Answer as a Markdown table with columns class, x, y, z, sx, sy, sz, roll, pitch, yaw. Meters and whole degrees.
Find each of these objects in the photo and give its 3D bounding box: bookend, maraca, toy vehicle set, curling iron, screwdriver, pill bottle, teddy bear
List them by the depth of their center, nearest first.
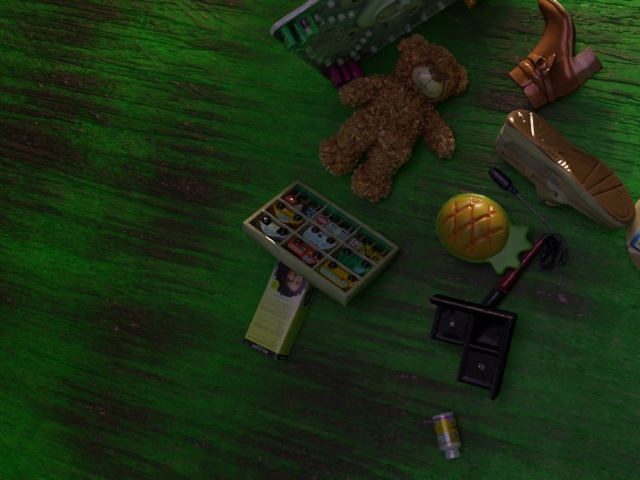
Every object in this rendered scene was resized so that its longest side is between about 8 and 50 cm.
| class | x | y | z | sx | sy | sz | roll | pitch | yaw |
| --- | --- | --- | --- | --- | --- | --- | --- | --- | --- |
| bookend | 0.268 | 0.194 | 1.802 | 0.157 | 0.072 | 0.156 | 14 | 96 | 18 |
| pill bottle | 0.238 | 0.364 | 1.817 | 0.043 | 0.043 | 0.083 | -17 | 76 | 16 |
| curling iron | 0.356 | 0.090 | 1.827 | 0.274 | 0.035 | 0.068 | -44 | 70 | 8 |
| maraca | 0.305 | -0.013 | 1.831 | 0.185 | 0.099 | 0.127 | 31 | 92 | 16 |
| screwdriver | 0.386 | -0.081 | 1.859 | 0.170 | 0.024 | 0.025 | 43 | 67 | 15 |
| teddy bear | 0.144 | -0.236 | 1.908 | 0.338 | 0.113 | 0.245 | -34 | 84 | 11 |
| toy vehicle set | 0.000 | 0.000 | 1.923 | 0.267 | 0.035 | 0.166 | 34 | 56 | 21 |

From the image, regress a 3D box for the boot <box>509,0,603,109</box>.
| class | x | y | z | sx | sy | sz | roll | pitch | yaw |
| --- | --- | --- | --- | --- | --- | --- | --- | --- | --- |
| boot | 0.426 | -0.361 | 1.866 | 0.152 | 0.073 | 0.197 | -33 | 69 | 16 |

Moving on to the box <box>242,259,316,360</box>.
| class | x | y | z | sx | sy | sz | roll | pitch | yaw |
| --- | --- | --- | --- | --- | --- | --- | --- | --- | --- |
| box | -0.069 | 0.120 | 1.964 | 0.087 | 0.058 | 0.232 | 21 | 89 | 21 |

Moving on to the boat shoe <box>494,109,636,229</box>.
| class | x | y | z | sx | sy | sz | roll | pitch | yaw |
| --- | --- | --- | --- | --- | --- | --- | --- | --- | --- |
| boat shoe | 0.448 | -0.115 | 1.806 | 0.302 | 0.109 | 0.098 | 44 | 136 | 21 |

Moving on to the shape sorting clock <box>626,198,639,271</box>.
| class | x | y | z | sx | sy | sz | roll | pitch | yaw |
| --- | --- | --- | --- | --- | --- | --- | --- | --- | --- |
| shape sorting clock | 0.651 | -0.009 | 1.735 | 0.206 | 0.040 | 0.206 | -5 | 75 | 19 |

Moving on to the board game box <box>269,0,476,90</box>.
| class | x | y | z | sx | sy | sz | roll | pitch | yaw |
| --- | --- | --- | --- | --- | --- | --- | --- | --- | --- |
| board game box | 0.135 | -0.430 | 1.813 | 0.390 | 0.390 | 0.050 | -31 | 79 | 12 |
